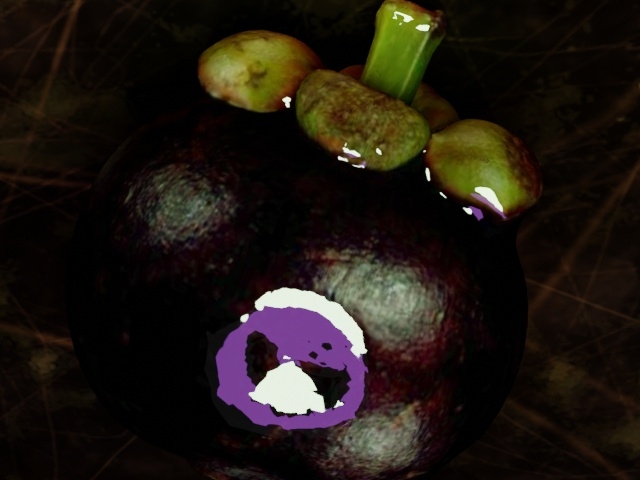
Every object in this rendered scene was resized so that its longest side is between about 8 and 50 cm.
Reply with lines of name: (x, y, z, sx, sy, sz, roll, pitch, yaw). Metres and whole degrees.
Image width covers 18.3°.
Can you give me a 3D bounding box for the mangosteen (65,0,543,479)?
mangosteen: (0.000, 0.000, 1.171, 0.275, 0.275, 0.302, 20, 97, -17)
